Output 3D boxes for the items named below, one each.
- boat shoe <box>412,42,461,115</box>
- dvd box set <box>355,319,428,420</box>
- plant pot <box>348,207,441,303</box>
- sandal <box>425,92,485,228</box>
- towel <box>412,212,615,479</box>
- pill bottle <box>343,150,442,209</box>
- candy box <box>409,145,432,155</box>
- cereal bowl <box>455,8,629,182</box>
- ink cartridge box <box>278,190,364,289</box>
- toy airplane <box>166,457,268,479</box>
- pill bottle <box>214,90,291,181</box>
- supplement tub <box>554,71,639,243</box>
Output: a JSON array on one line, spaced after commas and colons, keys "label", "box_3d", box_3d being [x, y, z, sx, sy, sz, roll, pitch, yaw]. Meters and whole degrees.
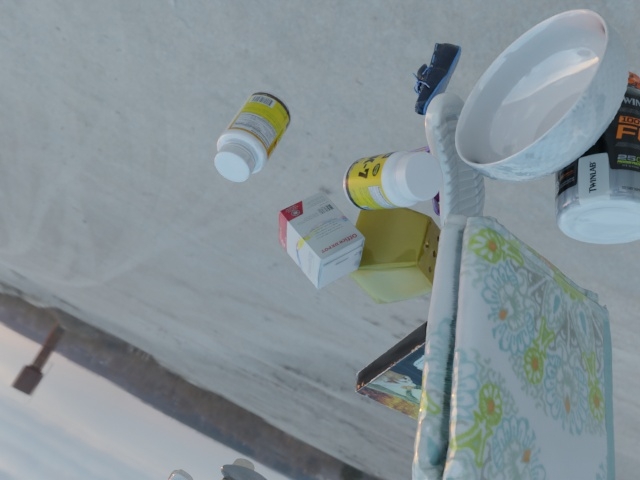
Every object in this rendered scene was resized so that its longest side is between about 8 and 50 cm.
[{"label": "boat shoe", "box_3d": [0.300, -0.436, 1.800, 0.089, 0.258, 0.109, 23, 145, 12]}, {"label": "dvd box set", "box_3d": [0.335, 0.343, 1.515, 0.421, 0.062, 0.307, 28, 133, -18]}, {"label": "plant pot", "box_3d": [0.211, 0.033, 1.706, 0.187, 0.212, 0.212, 1, 150, 36]}, {"label": "sandal", "box_3d": [0.303, -0.152, 1.564, 0.102, 0.169, 0.415, 17, 129, 43]}, {"label": "towel", "box_3d": [0.238, 0.185, 0.785, 0.321, 0.374, 0.090, 29, 149, -34]}, {"label": "pill bottle", "box_3d": [0.151, -0.127, 1.400, 0.119, 0.119, 0.209, 37, 161, -26]}, {"label": "candy box", "box_3d": [0.241, -0.190, 1.909, 0.165, 0.196, 0.070, -13, 113, 32]}, {"label": "cereal bowl", "box_3d": [0.418, -0.243, 1.218, 0.141, 0.338, 0.339, 32, 161, -22]}, {"label": "ink cartridge box", "box_3d": [0.000, 0.000, 1.582, 0.176, 0.128, 0.127, 50, 153, 30]}, {"label": "toy airplane", "box_3d": [-0.236, 0.708, 1.641, 0.273, 0.385, 0.384, -32, 145, 19]}, {"label": "pill bottle", "box_3d": [-0.153, -0.230, 1.477, 0.117, 0.214, 0.117, 15, 140, 13]}, {"label": "supplement tub", "box_3d": [0.604, -0.179, 1.399, 0.207, 0.337, 0.207, 8, 156, 3]}]
